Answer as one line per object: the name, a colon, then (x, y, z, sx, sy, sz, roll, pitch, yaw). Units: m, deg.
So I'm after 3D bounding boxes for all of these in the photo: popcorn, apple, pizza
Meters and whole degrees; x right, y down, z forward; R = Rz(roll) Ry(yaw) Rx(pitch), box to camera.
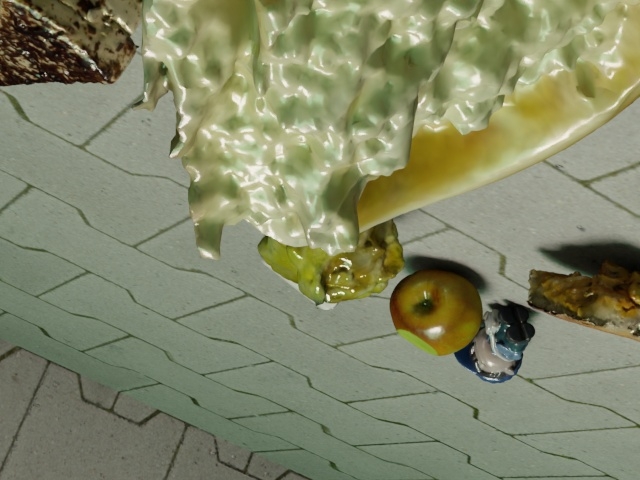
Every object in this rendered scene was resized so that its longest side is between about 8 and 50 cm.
popcorn: (0.005, -0.011, 1.432, 0.174, 0.142, 0.173, 35, -179, -1)
apple: (0.140, 0.082, 1.572, 0.114, 0.099, 0.102, 32, 171, 21)
pizza: (0.362, 0.072, 1.352, 0.306, 0.085, 0.161, 15, -179, 21)

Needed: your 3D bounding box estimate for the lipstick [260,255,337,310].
lipstick: (-0.026, 0.046, 1.727, 0.040, 0.040, 0.141, 2, 153, 41)

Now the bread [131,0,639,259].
bread: (0.031, -0.150, 0.681, 0.245, 0.329, 0.424, 55, 173, 17)

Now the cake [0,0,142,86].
cake: (-0.274, -0.218, 1.183, 0.246, 0.112, 0.135, 5, 152, 45)

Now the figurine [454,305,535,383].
figurine: (0.230, 0.129, 1.660, 0.087, 0.086, 0.149, -15, 158, -22)
